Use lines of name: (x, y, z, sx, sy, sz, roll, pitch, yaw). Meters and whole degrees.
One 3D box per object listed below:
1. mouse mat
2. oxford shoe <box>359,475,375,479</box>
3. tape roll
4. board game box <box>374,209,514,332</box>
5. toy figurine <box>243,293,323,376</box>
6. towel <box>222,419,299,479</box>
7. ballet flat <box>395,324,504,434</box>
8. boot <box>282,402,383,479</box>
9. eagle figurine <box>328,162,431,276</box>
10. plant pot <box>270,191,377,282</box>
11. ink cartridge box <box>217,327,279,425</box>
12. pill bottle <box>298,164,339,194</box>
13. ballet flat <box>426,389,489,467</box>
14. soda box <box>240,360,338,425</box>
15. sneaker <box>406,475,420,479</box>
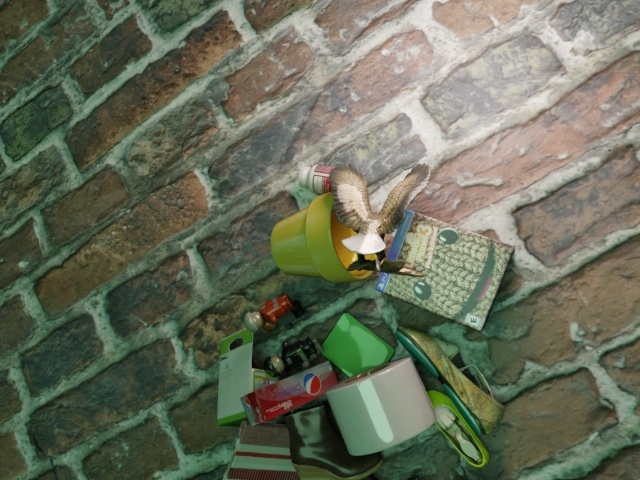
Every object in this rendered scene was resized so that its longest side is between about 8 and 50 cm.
mouse mat: (0.102, 0.316, 1.550, 0.190, 0.007, 0.152, 37, 98, 19)
oxford shoe: (0.083, 0.765, 1.485, 0.271, 0.097, 0.098, -58, 43, 9)
tape roll: (0.153, 0.422, 1.393, 0.246, 0.246, 0.169, -26, 80, 15)
board game box: (0.328, 0.077, 1.421, 0.291, 0.141, 0.232, 20, 92, 20)
toy figurine: (-0.104, 0.270, 1.518, 0.148, 0.209, 0.213, -30, 77, 2)
towel: (-0.164, 0.668, 1.516, 0.037, 0.237, 0.328, 23, 94, 60)
ballet flat: (0.344, 0.340, 1.417, 0.123, 0.123, 0.348, -43, 72, 11)
boot: (0.033, 0.549, 1.475, 0.249, 0.090, 0.206, -13, 92, 4)
eagle figurine: (0.137, -0.067, 1.343, 0.225, 0.227, 0.298, -2, 81, 61)
plant pot: (0.000, 0.000, 1.502, 0.239, 0.254, 0.253, -10, 81, 34)
ink cartridge box: (-0.211, 0.397, 1.573, 0.189, 0.097, 0.255, -31, 51, 42)
pill bottle: (0.018, -0.177, 1.583, 0.152, 0.086, 0.086, 11, 89, 20)
ballet flat: (0.352, 0.491, 1.407, 0.077, 0.077, 0.231, -42, 73, 10)
soda box: (-0.078, 0.412, 1.466, 0.092, 0.263, 0.083, -36, 72, 47)
sneaker: (0.216, 0.762, 1.418, 0.125, 0.104, 0.261, 34, 97, 17)
